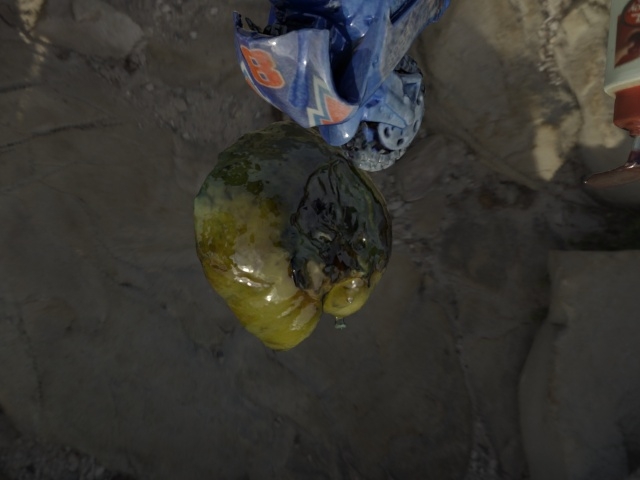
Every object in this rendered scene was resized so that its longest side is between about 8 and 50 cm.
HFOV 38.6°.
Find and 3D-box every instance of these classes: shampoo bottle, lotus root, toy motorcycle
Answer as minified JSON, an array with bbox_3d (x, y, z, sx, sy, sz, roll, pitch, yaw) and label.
[{"bbox_3d":[0.329,-0.189,0.897,0.071,0.153,0.284,16,88,-31],"label":"shampoo bottle"},{"bbox_3d":[-0.002,-0.003,0.758,0.203,0.078,0.183,48,64,-34],"label":"lotus root"},{"bbox_3d":[0.013,-0.122,0.367,0.114,0.076,0.205,-18,121,-44],"label":"toy motorcycle"}]
